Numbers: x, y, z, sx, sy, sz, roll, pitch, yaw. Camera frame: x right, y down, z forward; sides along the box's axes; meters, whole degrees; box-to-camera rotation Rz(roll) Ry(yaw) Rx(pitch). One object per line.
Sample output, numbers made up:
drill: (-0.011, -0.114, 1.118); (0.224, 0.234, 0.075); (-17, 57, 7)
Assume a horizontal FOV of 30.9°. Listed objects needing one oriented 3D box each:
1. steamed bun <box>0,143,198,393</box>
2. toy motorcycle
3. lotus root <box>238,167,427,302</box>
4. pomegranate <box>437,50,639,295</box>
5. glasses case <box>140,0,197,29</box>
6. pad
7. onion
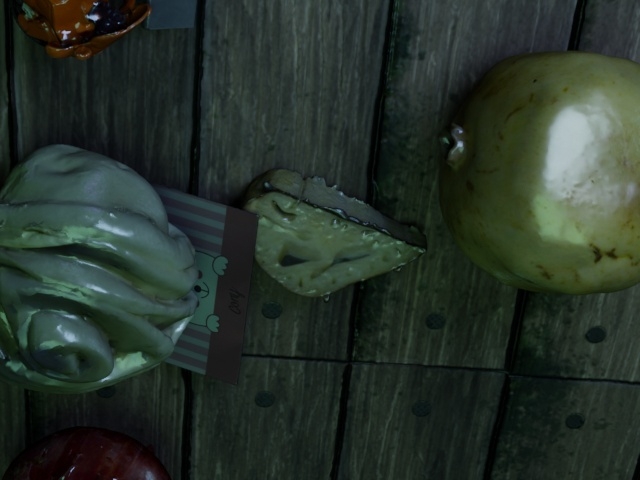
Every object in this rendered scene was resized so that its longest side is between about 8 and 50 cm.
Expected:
steamed bun: (-0.352, 0.067, 1.570); (0.352, 0.247, 0.339); (-22, 114, 24)
toy motorcycle: (-0.310, -0.345, 1.383); (0.221, 0.148, 0.325); (26, 140, 22)
lotus root: (0.000, 0.000, 1.650); (0.261, 0.074, 0.170); (29, 115, -16)
pomegranate: (0.304, -0.089, 1.476); (0.332, 0.332, 0.332); (0, 119, -1)
glasses case: (-0.186, -0.360, 1.457); (0.072, 0.042, 0.190); (-9, 124, -32)
pad: (-0.197, 0.064, 1.677); (0.202, 0.005, 0.299); (17, 122, 11)
onion: (-0.361, 0.419, 1.775); (0.276, 0.276, 0.276); (0, 119, -1)
